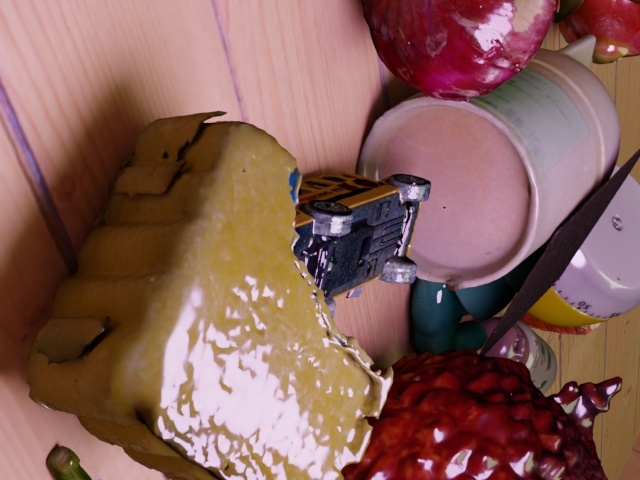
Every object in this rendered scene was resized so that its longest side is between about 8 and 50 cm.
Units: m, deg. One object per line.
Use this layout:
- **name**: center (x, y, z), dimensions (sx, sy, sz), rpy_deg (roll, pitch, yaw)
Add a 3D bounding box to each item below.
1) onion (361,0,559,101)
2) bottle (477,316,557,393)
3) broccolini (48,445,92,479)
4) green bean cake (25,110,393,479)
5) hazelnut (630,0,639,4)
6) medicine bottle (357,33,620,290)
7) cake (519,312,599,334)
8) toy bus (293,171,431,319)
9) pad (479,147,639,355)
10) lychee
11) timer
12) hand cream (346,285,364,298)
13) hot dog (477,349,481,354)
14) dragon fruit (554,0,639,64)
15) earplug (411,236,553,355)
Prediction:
- **onion**: center (0.141, -0.270, 1.403), dimensions (0.190, 0.246, 0.246), rpy_deg (12, 98, -39)
- **bottle**: center (0.304, 0.186, 2.218), dimensions (0.120, 0.120, 0.253), rpy_deg (-67, 154, -7)
- **broccolini**: center (-0.197, 0.257, 1.291), dimensions (0.067, 0.058, 0.216), rpy_deg (-53, 151, -27)
- **green bean cake**: center (-0.084, 0.071, 1.172), dimensions (0.310, 0.202, 0.285), rpy_deg (44, 61, -36)
- **hazelnut**: center (0.458, -0.522, 1.725), dimensions (0.402, 0.402, 0.429), rpy_deg (-47, 139, -41)
- **medicine bottle**: center (0.242, -0.116, 1.708), dimensions (0.406, 0.236, 0.235), rpy_deg (-32, 136, -53)
- **cake**: center (0.423, 0.034, 2.299), dimensions (0.158, 0.160, 0.262), rpy_deg (-49, 147, -33)
- **toy bus**: center (0.000, 0.000, 1.428), dimensions (0.335, 0.123, 0.121), rpy_deg (-21, 126, -60)
- **pad**: center (0.307, 0.021, 1.765), dimensions (0.220, 0.004, 0.330), rpy_deg (-40, 163, -33)
- **lychee**: center (0.185, 0.331, 1.737), dimensions (0.500, 0.424, 0.424), rpy_deg (-37, 148, -8)
- **timer**: center (0.358, 0.015, 2.106), dimensions (0.285, 0.285, 0.285), rpy_deg (-45, 146, -43)
- **hand cream**: center (0.058, 0.031, 1.702), dimensions (0.030, 0.019, 0.093), rpy_deg (3, 107, -63)
- **hot dog**: center (0.215, 0.226, 2.116), dimensions (0.045, 0.071, 0.165), rpy_deg (-56, 155, -55)
- **dragon fruit**: center (0.441, -0.362, 1.992), dimensions (0.224, 0.224, 0.227), rpy_deg (-52, 154, -34)
- **earplug**: center (0.227, 0.066, 1.908), dimensions (0.257, 0.280, 0.164), rpy_deg (48, 29, -24)
